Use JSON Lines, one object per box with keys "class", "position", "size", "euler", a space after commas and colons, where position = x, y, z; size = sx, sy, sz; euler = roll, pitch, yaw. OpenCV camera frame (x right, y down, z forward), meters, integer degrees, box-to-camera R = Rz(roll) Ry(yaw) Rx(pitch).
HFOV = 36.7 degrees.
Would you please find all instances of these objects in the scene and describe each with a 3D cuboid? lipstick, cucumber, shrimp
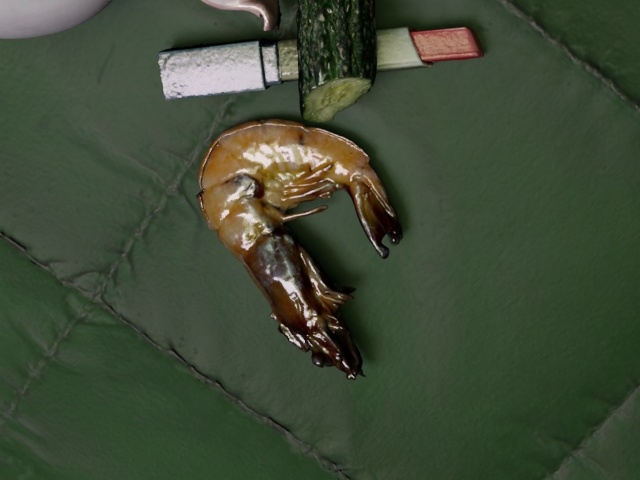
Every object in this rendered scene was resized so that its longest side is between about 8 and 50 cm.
{"class": "lipstick", "position": [0.001, -0.179, 0.938], "size": [0.312, 0.051, 0.051], "euler": [-5, 102, 7]}
{"class": "cucumber", "position": [0.012, -0.244, 0.882], "size": [0.077, 0.077, 0.265], "euler": [-2, 85, 7]}
{"class": "shrimp", "position": [0.001, -0.002, 0.988], "size": [0.178, 0.075, 0.289], "euler": [-35, 87, 12]}

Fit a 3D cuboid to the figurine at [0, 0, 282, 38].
{"class": "figurine", "position": [-0.212, -0.279, 0.838], "size": [0.361, 0.253, 0.211], "euler": [3, 123, -2]}
